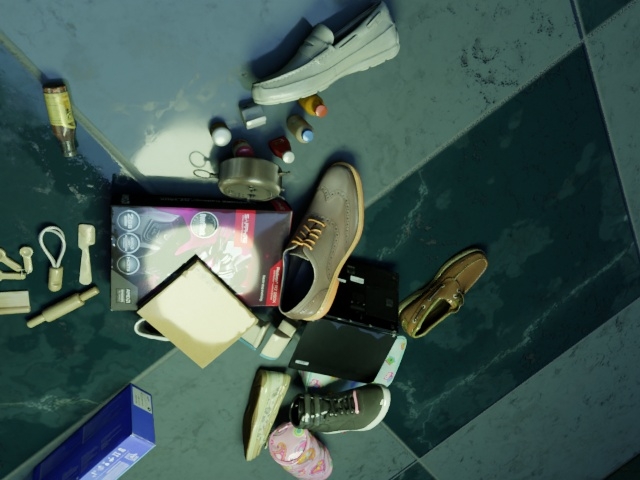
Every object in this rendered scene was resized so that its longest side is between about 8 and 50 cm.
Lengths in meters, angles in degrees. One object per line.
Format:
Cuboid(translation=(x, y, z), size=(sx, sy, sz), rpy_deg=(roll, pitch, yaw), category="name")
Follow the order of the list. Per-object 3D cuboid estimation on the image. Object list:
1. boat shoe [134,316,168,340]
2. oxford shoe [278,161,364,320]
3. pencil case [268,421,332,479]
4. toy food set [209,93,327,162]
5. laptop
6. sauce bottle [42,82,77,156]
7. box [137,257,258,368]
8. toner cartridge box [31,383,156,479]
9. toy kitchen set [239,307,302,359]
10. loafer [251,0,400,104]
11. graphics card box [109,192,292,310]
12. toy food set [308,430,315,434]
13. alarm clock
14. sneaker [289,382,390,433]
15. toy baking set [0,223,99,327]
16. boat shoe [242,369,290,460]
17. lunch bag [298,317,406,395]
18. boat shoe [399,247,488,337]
Cuboid(translation=(-0.284, 0.192, 1.152), size=(0.257, 0.084, 0.095), rpy_deg=(-5, 99, 4), category="boat shoe")
Cuboid(translation=(0.000, 0.000, 1.119), size=(0.132, 0.129, 0.364), rpy_deg=(14, 89, -63), category="oxford shoe")
Cuboid(translation=(-0.052, 0.602, 1.460), size=(0.124, 0.124, 0.284), rpy_deg=(-30, 143, -3), category="pencil case")
Cuboid(translation=(-0.098, -0.215, 1.034), size=(0.232, 0.104, 0.111), rpy_deg=(-20, 123, -10), category="toy food set")
Cuboid(translation=(0.063, 0.194, 1.284), size=(0.234, 0.265, 0.136), rpy_deg=(16, 149, -18), category="laptop")
Cuboid(translation=(-0.467, -0.217, 0.932), size=(0.042, 0.042, 0.128), rpy_deg=(-9, 123, -16), category="sauce bottle")
Cuboid(translation=(-0.255, 0.158, 1.090), size=(0.164, 0.021, 0.201), rpy_deg=(-40, 118, -1), category="box")
Cuboid(translation=(-0.551, 0.524, 1.241), size=(0.347, 0.165, 0.075), rpy_deg=(-41, 124, 5), category="toner cartridge box")
Cuboid(translation=(-0.175, 0.212, 1.273), size=(0.207, 0.166, 0.122), rpy_deg=(34, 104, 5), category="toy kitchen set")
Cuboid(translation=(0.004, -0.359, 0.997), size=(0.319, 0.112, 0.112), rpy_deg=(-29, 119, -13), category="loafer")
Cuboid(translation=(-0.253, 0.025, 1.104), size=(0.370, 0.094, 0.233), rpy_deg=(2, 111, -20), category="graphics card box")
Cuboid(translation=(-0.027, 0.545, 1.538), size=(0.082, 0.020, 0.083), rpy_deg=(36, 101, -33), category="toy food set")
Cuboid(translation=(-0.163, -0.123, 1.050), size=(0.191, 0.129, 0.064), rpy_deg=(8, 75, -8), category="alarm clock")
Cuboid(translation=(0.034, 0.419, 1.283), size=(0.146, 0.105, 0.295), rpy_deg=(20, 142, -34), category="sneaker")
Cuboid(translation=(-0.562, 0.074, 1.064), size=(0.256, 0.030, 0.197), rpy_deg=(-24, 123, -7), category="toy baking set")
Cuboid(translation=(-0.152, 0.483, 1.406), size=(0.089, 0.105, 0.286), rpy_deg=(7, 114, -21), category="boat shoe")
Cuboid(translation=(0.077, 0.316, 1.398), size=(0.278, 0.108, 0.224), rpy_deg=(2, 121, -20), category="lunch bag")
Cuboid(translation=(0.350, 0.152, 1.411), size=(0.307, 0.104, 0.110), rpy_deg=(-43, 124, 6), category="boat shoe")
